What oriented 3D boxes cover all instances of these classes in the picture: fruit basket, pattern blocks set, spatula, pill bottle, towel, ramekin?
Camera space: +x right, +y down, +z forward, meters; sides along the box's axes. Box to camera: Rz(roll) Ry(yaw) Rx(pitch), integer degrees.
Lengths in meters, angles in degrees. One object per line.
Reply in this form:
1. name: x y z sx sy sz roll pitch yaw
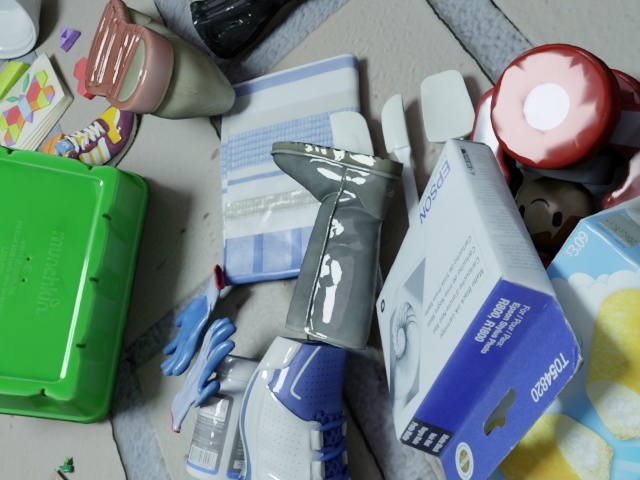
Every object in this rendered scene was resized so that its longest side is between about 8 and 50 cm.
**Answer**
1. fruit basket: -0.411 0.060 0.918 0.392 0.282 0.392 -169 90 -75
2. pattern blocks set: -0.523 -0.237 1.164 0.285 0.026 0.325 39 98 33
3. spatula: 0.102 -0.060 0.719 0.168 0.019 0.242 -15 72 18
4. pill bottle: -0.103 0.204 0.749 0.078 0.078 0.137 7 79 33
5. towel: -0.040 -0.089 0.823 0.209 0.034 0.285 -9 73 27
6. ramekin: -0.614 -0.443 1.179 0.207 0.207 0.109 -12 61 28

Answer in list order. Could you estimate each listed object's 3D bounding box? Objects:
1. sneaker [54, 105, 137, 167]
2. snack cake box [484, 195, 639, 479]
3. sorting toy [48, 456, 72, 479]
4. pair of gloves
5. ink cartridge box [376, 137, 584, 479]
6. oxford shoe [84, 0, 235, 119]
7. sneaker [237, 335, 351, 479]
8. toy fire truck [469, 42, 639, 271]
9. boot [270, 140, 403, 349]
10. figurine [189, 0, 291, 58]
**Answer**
1. sneaker: -0.359 -0.146 1.003 0.069 0.084 0.186 36 96 34
2. snack cake box: 0.212 0.117 0.496 0.152 0.089 0.264 49 139 31
3. sorting toy: -0.363 0.349 0.904 0.062 0.012 0.083 27 94 39
4. pair of gloves: -0.150 0.129 0.775 0.159 0.023 0.198 -58 27 20
5. ink cartridge box: 0.108 0.069 0.534 0.224 0.045 0.223 -98 19 -46
6. oxford shoe: -0.249 -0.252 0.949 0.397 0.146 0.141 47 118 50
7. sneaker: 0.001 0.266 0.652 0.182 0.127 0.316 17 92 30
8. toy fire truck: 0.261 -0.022 0.557 0.302 0.169 0.254 17 104 35
9. boot: -0.002 0.000 0.728 0.189 0.076 0.209 18 100 40
10. figurine: -0.086 -0.394 0.917 0.209 0.092 0.215 -23 64 15
